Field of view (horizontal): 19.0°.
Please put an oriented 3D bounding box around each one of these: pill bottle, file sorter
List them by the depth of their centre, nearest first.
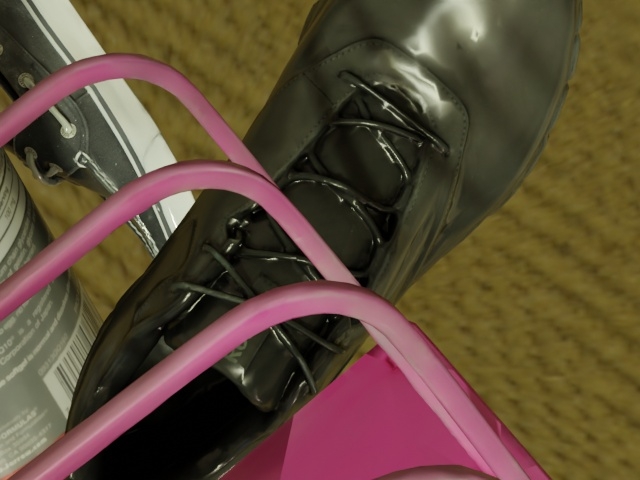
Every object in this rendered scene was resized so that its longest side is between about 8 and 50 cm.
[{"bbox_3d":[-0.027,0.113,0.461,0.202,0.290,0.182,-40,127,0],"label":"file sorter"},{"bbox_3d":[-0.294,0.006,1.280,0.210,0.210,0.363,-29,127,-6],"label":"pill bottle"}]

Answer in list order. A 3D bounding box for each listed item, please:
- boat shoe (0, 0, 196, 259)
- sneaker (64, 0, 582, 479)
[{"bbox_3d":[-0.190,-0.087,1.430,0.102,0.108,0.301,-33,85,-12],"label":"boat shoe"},{"bbox_3d":[0.000,0.000,0.703,0.109,0.130,0.286,33,109,-1],"label":"sneaker"}]
